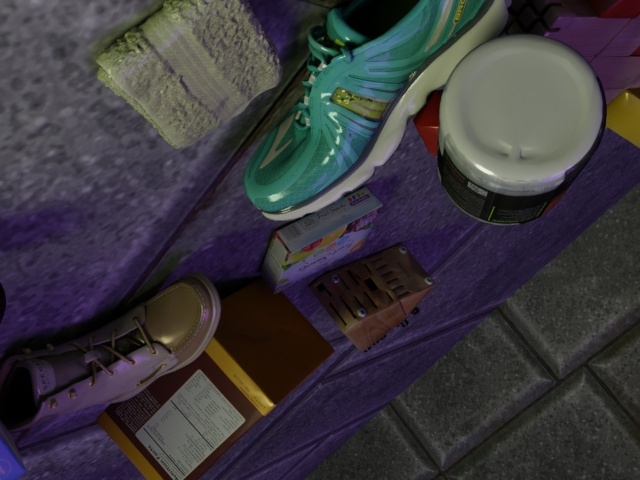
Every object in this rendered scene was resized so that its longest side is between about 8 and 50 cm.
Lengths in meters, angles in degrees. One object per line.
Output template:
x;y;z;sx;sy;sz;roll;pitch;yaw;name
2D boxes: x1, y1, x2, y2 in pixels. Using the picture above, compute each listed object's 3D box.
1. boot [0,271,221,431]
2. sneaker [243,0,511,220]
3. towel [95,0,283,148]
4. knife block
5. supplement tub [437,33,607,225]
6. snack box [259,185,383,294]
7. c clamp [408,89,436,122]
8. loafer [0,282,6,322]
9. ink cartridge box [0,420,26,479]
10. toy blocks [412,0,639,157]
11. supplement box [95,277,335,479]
-0.208;0.110;0.782;0.213;0.077;0.165;-39;163;28;boot
0.023;-0.135;0.641;0.275;0.107;0.110;-49;141;16;sneaker
-0.082;-0.118;0.555;0.110;0.027;0.148;-39;162;0;towel
0.060;0.123;1.292;0.276;0.088;0.242;-20;154;-44;knife block
0.152;-0.077;0.649;0.117;0.117;0.190;-37;168;-1;supplement tub
0.000;0.000;0.970;0.141;0.037;0.100;-27;160;-28;snack box
0.065;-0.137;0.787;0.137;0.022;0.161;-46;159;24;c clamp
-0.290;0.048;0.482;0.220;0.080;0.078;-17;154;-46;loafer
-0.358;0.200;0.680;0.180;0.060;0.104;-32;127;-18;ink cartridge box
0.240;-0.206;0.749;0.261;0.191;0.381;-9;154;-33;toy blocks
-0.118;0.169;0.954;0.194;0.129;0.191;-45;173;22;supplement box
